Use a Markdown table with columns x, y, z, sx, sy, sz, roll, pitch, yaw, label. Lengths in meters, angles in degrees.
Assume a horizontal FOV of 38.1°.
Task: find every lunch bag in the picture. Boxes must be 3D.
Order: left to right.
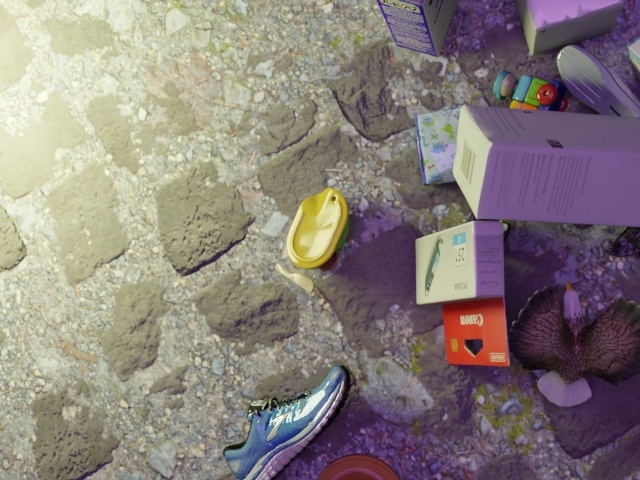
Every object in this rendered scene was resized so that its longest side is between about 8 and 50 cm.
| x | y | z | sx | sy | sz | roll | pitch | yaw | label |
| --- | --- | --- | --- | --- | --- | --- | --- | --- | --- |
| 0.265 | -0.195 | 1.901 | 0.129 | 0.096 | 0.151 | -9 | 92 | 10 | lunch bag |

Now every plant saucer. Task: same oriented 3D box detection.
| x | y | z | sx | sy | sz | roll | pitch | yaw | label |
| --- | --- | --- | --- | --- | --- | --- | --- | --- | --- |
| 0.078 | 0.540 | 1.895 | 0.200 | 0.037 | 0.200 | -1 | 84 | 10 | plant saucer |

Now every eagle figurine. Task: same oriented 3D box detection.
| x | y | z | sx | sy | sz | roll | pitch | yaw | label |
| --- | --- | --- | --- | --- | --- | --- | --- | --- | --- |
| 0.475 | 0.182 | 1.718 | 0.226 | 0.298 | 0.225 | -38 | 79 | 5 | eagle figurine |

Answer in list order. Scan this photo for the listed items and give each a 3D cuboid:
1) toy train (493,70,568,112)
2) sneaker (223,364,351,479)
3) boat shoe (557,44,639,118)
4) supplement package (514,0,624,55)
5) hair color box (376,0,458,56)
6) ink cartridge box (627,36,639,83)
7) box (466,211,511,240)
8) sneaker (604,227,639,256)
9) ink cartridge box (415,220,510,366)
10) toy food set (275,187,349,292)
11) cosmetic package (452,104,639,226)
| x | y | z | sx | sy | sz | roll | pitch | yaw | label |
| --- | --- | --- | --- | --- | --- | --- | --- | --- | --- |
| 0.391 | -0.218 | 1.887 | 0.143 | 0.105 | 0.248 | 25 | 97 | 28 | toy train |
| -0.073 | 0.367 | 1.896 | 0.330 | 0.130 | 0.147 | -44 | 81 | 4 | sneaker |
| 0.568 | -0.304 | 1.866 | 0.226 | 0.076 | 0.083 | 52 | 132 | 4 | boat shoe |
| 0.468 | -0.552 | 1.855 | 0.177 | 0.175 | 0.293 | -15 | 82 | 8 | supplement package |
| 0.201 | -0.503 | 1.820 | 0.110 | 0.339 | 0.185 | 19 | 88 | 12 | hair color box |
| 0.674 | -0.347 | 1.820 | 0.092 | 0.143 | 0.090 | -39 | 61 | 5 | ink cartridge box |
| 0.338 | -0.019 | 1.891 | 0.083 | 0.052 | 0.062 | 26 | 88 | 13 | box |
| 0.647 | -0.025 | 1.831 | 0.089 | 0.051 | 0.170 | 35 | 95 | 8 | sneaker |
| 0.265 | 0.109 | 1.770 | 0.066 | 0.296 | 0.261 | 0 | 83 | -14 | ink cartridge box |
| 0.000 | 0.000 | 1.955 | 0.128 | 0.071 | 0.218 | 23 | 87 | 36 | toy food set |
| 0.461 | -0.139 | 1.725 | 0.385 | 0.217 | 0.156 | 1 | 118 | -8 | cosmetic package |
